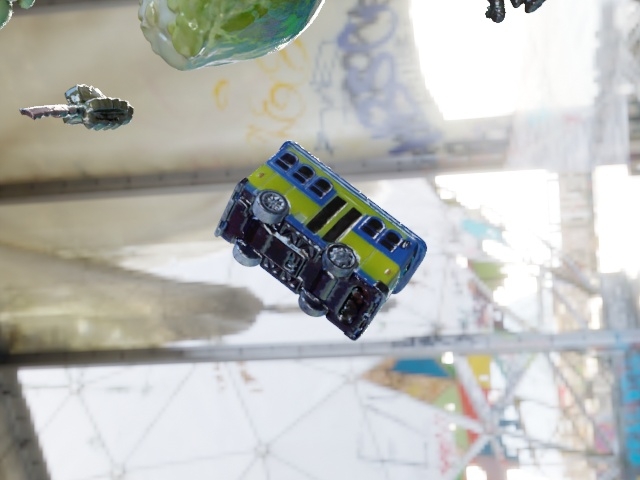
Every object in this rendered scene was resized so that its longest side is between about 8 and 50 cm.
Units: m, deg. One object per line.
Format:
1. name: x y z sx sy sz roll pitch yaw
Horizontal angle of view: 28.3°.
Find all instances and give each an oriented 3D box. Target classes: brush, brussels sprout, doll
1. brush: -0.395 -0.211 2.034 0.301 0.084 0.071 -19 -55 -72
2. brussels sprout: -0.140 -0.430 2.056 0.268 0.344 0.344 65 -171 3
3. doll: 0.355 -0.458 2.261 0.057 0.139 0.165 -5 -56 -56

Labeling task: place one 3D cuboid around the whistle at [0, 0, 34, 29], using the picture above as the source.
1. whistle: -0.336 -0.297 1.350 0.105 0.227 0.085 45 176 -27

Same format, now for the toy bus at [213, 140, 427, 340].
1. toy bus: 0.000 0.000 1.964 0.175 0.287 0.138 -45 -11 -45
